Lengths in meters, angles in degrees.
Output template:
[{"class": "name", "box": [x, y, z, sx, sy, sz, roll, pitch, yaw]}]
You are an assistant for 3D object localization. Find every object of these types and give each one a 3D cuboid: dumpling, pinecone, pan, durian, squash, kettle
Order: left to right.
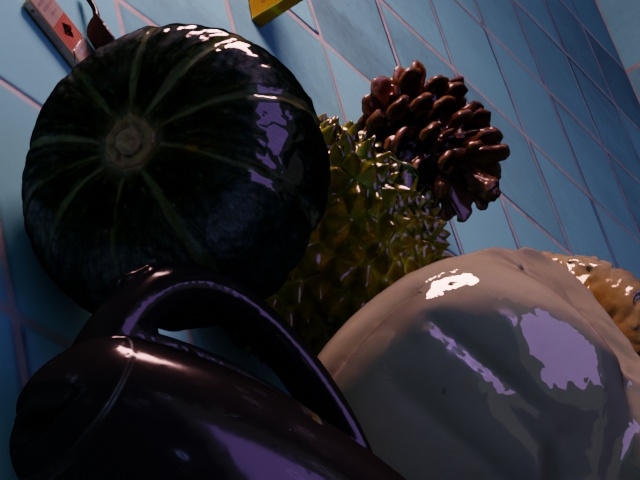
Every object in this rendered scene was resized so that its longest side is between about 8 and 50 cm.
[{"class": "pan", "box": [-0.213, -0.200, 1.712, 0.115, 0.023, 0.068, 56, -2, 36]}, {"class": "squash", "box": [-0.115, -0.050, 1.417, 0.165, 0.252, 0.252, 46, 22, -61]}, {"class": "kettle", "box": [-0.078, 0.159, 1.269, 0.290, 0.207, 0.268, 41, 50, -18]}, {"class": "durian", "box": [0.002, -0.002, 1.658, 0.291, 0.225, 0.291, 44, 23, -24]}, {"class": "pinecone", "box": [0.141, -0.109, 2.219, 0.186, 0.168, 0.212, -4, 52, -52]}, {"class": "dumpling", "box": [0.122, 0.181, 1.454, 0.315, 0.395, 0.233, 43, -23, 29]}]

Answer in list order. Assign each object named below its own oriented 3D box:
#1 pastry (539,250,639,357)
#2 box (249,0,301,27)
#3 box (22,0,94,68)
[{"class": "pastry", "box": [0.254, 0.162, 1.924, 0.136, 0.330, 0.329, 27, 38, -54]}, {"class": "box", "box": [-0.054, -0.337, 2.185, 0.022, 0.089, 0.156, 43, 25, -42]}, {"class": "box", "box": [-0.242, -0.197, 1.657, 0.083, 0.012, 0.046, 52, 21, -19]}]
